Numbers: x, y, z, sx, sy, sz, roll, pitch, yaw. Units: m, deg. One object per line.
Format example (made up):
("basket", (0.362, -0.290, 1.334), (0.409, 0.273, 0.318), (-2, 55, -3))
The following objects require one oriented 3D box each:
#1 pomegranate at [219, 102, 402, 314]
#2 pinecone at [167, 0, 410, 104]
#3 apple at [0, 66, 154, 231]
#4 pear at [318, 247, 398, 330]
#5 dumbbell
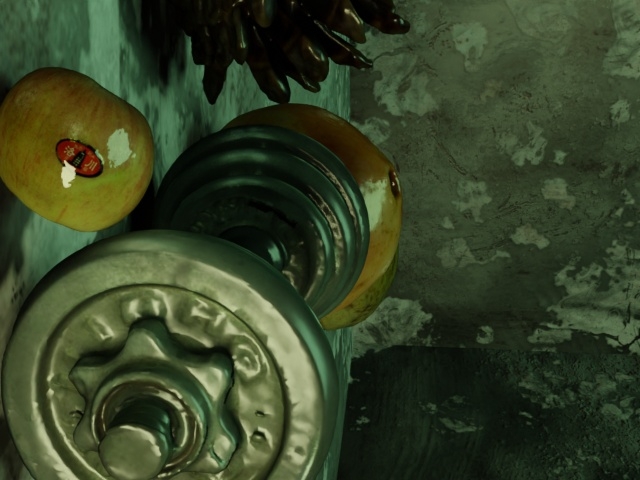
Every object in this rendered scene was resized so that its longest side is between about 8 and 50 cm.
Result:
("pomegranate", (-0.020, -0.034, 0.916), (0.209, 0.209, 0.209), (2, 90, -84))
("pinecone", (-0.023, -0.216, 0.763), (0.202, 0.201, 0.229), (69, -11, -22))
("apple", (-0.125, -0.045, 0.478), (0.071, 0.084, 0.084), (-60, 171, -4))
("pear", (0.000, 0.000, 1.144), (0.228, 0.188, 0.211), (-74, 162, -75))
("dumbbell", (-0.063, 0.036, 0.621), (0.406, 0.179, 0.179), (-68, 159, -71))
